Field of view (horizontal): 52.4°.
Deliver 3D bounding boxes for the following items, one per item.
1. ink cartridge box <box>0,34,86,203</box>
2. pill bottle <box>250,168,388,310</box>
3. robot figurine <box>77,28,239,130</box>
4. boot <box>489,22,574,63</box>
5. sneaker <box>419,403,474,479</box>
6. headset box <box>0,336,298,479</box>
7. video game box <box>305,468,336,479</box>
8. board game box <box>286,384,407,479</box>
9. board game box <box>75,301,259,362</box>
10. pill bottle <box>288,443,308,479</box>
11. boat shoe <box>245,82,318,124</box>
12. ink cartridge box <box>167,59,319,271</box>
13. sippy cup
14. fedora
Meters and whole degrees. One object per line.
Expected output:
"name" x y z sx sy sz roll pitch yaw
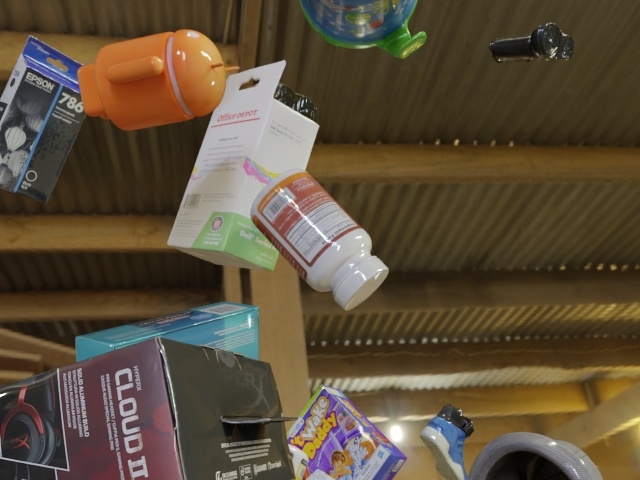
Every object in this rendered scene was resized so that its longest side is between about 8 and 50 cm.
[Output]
"ink cartridge box" -0.622 -0.262 1.432 0.065 0.332 0.165 18 -4 42
"pill bottle" 0.000 0.000 1.008 0.121 0.216 0.121 -38 -19 -15
"robot figurine" -0.231 -0.230 0.934 0.220 0.128 0.158 -9 -34 9
"boot" 0.279 -0.266 0.887 0.099 0.045 0.121 10 12 37
"sneaker" 0.217 0.325 1.035 0.058 0.084 0.152 12 -41 52
"headset box" -0.165 0.164 0.486 0.294 0.110 0.218 -18 -18 8
"video game box" -0.028 0.450 0.885 0.048 0.187 0.205 12 -52 47
"board game box" -0.007 0.524 1.398 0.078 0.233 0.347 31 -85 -48
"board game box" -0.191 0.271 0.879 0.079 0.335 0.254 4 8 36
"pill bottle" -0.096 0.424 1.066 0.103 0.184 0.103 19 -26 9
"boat shoe" -0.109 -0.376 1.866 0.120 0.122 0.324 16 -5 25
"ink cartridge box" -0.131 -0.132 1.188 0.119 0.353 0.207 25 -13 -38
"sippy cup" 0.068 -0.478 1.147 0.306 0.239 0.224 20 6 1
"fedora" 0.387 0.450 1.126 0.124 0.244 0.275 -7 -59 -43
